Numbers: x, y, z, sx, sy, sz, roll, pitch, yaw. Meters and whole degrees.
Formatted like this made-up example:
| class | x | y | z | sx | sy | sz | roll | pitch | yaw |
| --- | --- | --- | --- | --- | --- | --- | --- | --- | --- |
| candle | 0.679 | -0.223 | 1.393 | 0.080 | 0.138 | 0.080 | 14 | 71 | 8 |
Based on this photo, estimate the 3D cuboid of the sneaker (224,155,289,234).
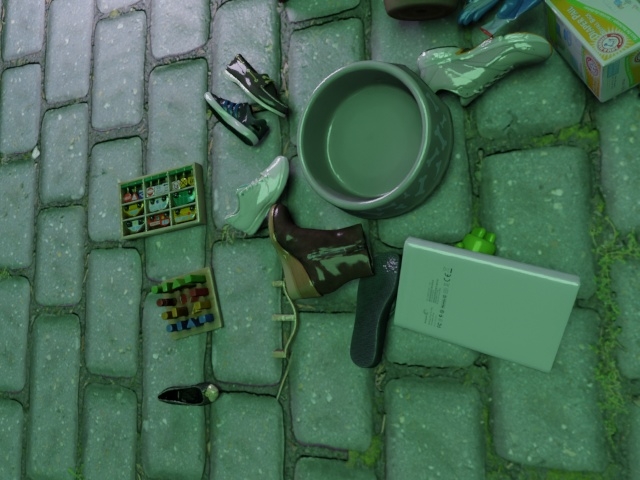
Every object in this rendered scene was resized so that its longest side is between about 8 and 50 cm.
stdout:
| class | x | y | z | sx | sy | sz | roll | pitch | yaw |
| --- | --- | --- | --- | --- | --- | --- | --- | --- | --- |
| sneaker | -0.155 | -0.119 | 1.090 | 0.212 | 0.094 | 0.080 | -60 | 29 | 6 |

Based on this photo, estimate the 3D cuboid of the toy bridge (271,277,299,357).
| class | x | y | z | sx | sy | sz | roll | pitch | yaw |
| --- | --- | --- | --- | --- | --- | --- | --- | --- | --- |
| toy bridge | -0.084 | 0.183 | 1.080 | 0.063 | 0.026 | 0.188 | -3 | 84 | 19 |

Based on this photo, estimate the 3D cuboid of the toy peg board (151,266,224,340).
| class | x | y | z | sx | sy | sz | roll | pitch | yaw |
| --- | --- | --- | --- | --- | --- | --- | --- | --- | --- |
| toy peg board | -0.350 | 0.164 | 1.160 | 0.161 | 0.079 | 0.160 | -18 | 78 | 20 |

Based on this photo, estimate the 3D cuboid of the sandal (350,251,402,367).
| class | x | y | z | sx | sy | sz | roll | pitch | yaw |
| --- | --- | --- | --- | --- | --- | --- | --- | --- | --- |
| sandal | 0.123 | 0.148 | 0.985 | 0.097 | 0.054 | 0.254 | 14 | 88 | 46 |

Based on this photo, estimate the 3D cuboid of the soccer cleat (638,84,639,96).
| class | x | y | z | sx | sy | sz | roll | pitch | yaw |
| --- | --- | --- | --- | --- | --- | --- | --- | --- | --- |
| soccer cleat | 0.645 | -0.257 | 0.821 | 0.072 | 0.060 | 0.179 | -21 | 73 | -5 |

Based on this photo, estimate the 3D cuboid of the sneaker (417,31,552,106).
| class | x | y | z | sx | sy | sz | roll | pitch | yaw |
| --- | --- | --- | --- | --- | --- | --- | --- | --- | --- |
| sneaker | 0.334 | -0.342 | 0.937 | 0.262 | 0.099 | 0.121 | -1 | 92 | 29 |

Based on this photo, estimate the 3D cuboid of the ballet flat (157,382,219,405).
| class | x | y | z | sx | sy | sz | roll | pitch | yaw |
| --- | --- | --- | --- | --- | --- | --- | --- | --- | --- |
| ballet flat | -0.334 | 0.396 | 1.146 | 0.173 | 0.049 | 0.057 | -12 | 81 | 20 |

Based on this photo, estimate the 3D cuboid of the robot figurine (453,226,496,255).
| class | x | y | z | sx | sy | sz | roll | pitch | yaw |
| --- | --- | --- | --- | --- | --- | --- | --- | --- | --- |
| robot figurine | 0.309 | 0.031 | 0.915 | 0.101 | 0.067 | 0.115 | 25 | 95 | -9 |

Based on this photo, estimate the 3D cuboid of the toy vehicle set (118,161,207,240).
| class | x | y | z | sx | sy | sz | roll | pitch | yaw |
| --- | --- | --- | --- | --- | --- | --- | --- | --- | --- |
| toy vehicle set | -0.438 | -0.104 | 1.243 | 0.267 | 0.035 | 0.166 | -11 | 81 | 20 |

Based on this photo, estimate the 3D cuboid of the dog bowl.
| class | x | y | z | sx | sy | sz | roll | pitch | yaw |
| --- | --- | --- | --- | --- | --- | --- | --- | --- | --- |
| dog bowl | 0.101 | -0.217 | 0.974 | 0.349 | 0.102 | 0.349 | 2 | 94 | 30 |

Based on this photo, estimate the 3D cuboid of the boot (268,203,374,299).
| class | x | y | z | sx | sy | sz | roll | pitch | yaw |
| --- | --- | --- | --- | --- | --- | --- | --- | --- | --- |
| boot | 0.000 | 0.000 | 1.029 | 0.207 | 0.090 | 0.248 | -22 | 71 | 16 |

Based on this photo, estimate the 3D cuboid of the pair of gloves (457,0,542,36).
| class | x | y | z | sx | sy | sz | roll | pitch | yaw |
| --- | --- | --- | --- | --- | --- | --- | --- | --- | --- |
| pair of gloves | 0.363 | -0.485 | 0.909 | 0.159 | 0.023 | 0.198 | -39 | 37 | 15 |

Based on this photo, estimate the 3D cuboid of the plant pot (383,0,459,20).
| class | x | y | z | sx | sy | sz | roll | pitch | yaw |
| --- | --- | --- | --- | --- | --- | --- | --- | --- | --- |
| plant pot | 0.212 | -0.594 | 0.935 | 0.263 | 0.263 | 0.229 | 5 | 103 | 22 |

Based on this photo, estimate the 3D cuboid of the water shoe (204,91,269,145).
| class | x | y | z | sx | sy | sz | roll | pitch | yaw |
| --- | --- | --- | --- | --- | --- | --- | --- | --- | --- |
| water shoe | -0.215 | -0.325 | 1.169 | 0.080 | 0.073 | 0.203 | -43 | 74 | -10 |

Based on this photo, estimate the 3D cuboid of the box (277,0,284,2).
| class | x | y | z | sx | sy | sz | roll | pitch | yaw |
| --- | --- | --- | --- | --- | --- | --- | --- | --- | --- |
| box | 0.009 | -0.769 | 1.076 | 0.381 | 0.143 | 0.191 | -23 | 77 | 17 |

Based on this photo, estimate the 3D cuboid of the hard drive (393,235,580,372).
| class | x | y | z | sx | sy | sz | roll | pitch | yaw |
| --- | --- | --- | --- | --- | --- | --- | --- | --- | --- |
| hard drive | 0.304 | 0.121 | 0.879 | 0.307 | 0.040 | 0.203 | 14 | 119 | 22 |

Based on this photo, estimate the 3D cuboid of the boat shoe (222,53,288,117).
| class | x | y | z | sx | sy | sz | roll | pitch | yaw |
| --- | --- | --- | --- | --- | --- | --- | --- | --- | --- |
| boat shoe | -0.156 | -0.390 | 1.134 | 0.228 | 0.081 | 0.069 | 43 | 105 | 22 |

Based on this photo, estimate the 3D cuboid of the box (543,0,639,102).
| class | x | y | z | sx | sy | sz | roll | pitch | yaw |
| --- | --- | --- | --- | --- | --- | --- | --- | --- | --- |
| box | 0.508 | -0.375 | 0.823 | 0.103 | 0.114 | 0.203 | -28 | 60 | 18 |
